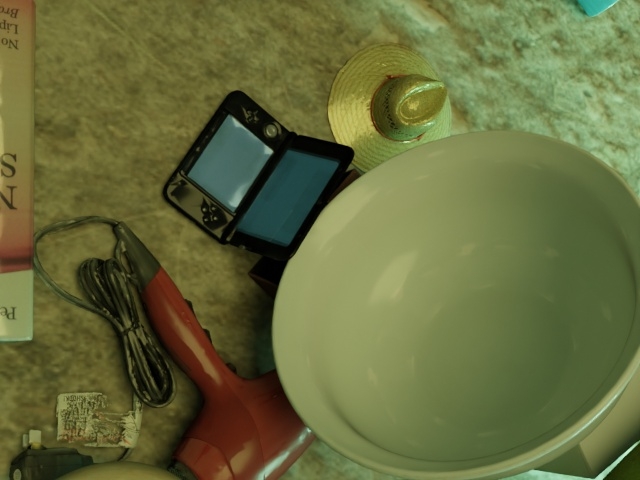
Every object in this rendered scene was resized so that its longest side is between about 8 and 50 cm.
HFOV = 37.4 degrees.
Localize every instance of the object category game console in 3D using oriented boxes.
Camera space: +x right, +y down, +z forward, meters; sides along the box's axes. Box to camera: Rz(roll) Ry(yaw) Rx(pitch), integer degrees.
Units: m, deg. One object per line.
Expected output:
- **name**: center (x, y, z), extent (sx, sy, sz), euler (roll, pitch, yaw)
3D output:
- **game console**: center (-0.051, -0.058, 0.795), extent (0.107, 0.071, 0.122), euler (40, 67, -21)

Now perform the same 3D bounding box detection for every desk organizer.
- **desk organizer**: center (0.000, 0.000, 0.832), extent (0.050, 0.047, 0.130), euler (47, 65, -15)

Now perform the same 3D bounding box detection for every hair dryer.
- **hair dryer**: center (-0.089, 0.103, 0.751), extent (0.294, 0.080, 0.223), euler (11, 79, -29)

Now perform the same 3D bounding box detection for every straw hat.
- **straw hat**: center (0.084, -0.125, 0.885), extent (0.145, 0.061, 0.144), euler (4, 82, -29)

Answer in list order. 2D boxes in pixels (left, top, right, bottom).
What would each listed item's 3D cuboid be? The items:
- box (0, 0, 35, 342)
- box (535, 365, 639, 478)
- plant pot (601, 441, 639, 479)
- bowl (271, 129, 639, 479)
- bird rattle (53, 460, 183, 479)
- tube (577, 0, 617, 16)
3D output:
- **box**: center (-0.277, -0.045, 0.632), extent (0.149, 0.127, 0.232), euler (1, 84, -30)
- **box**: center (0.212, 0.138, 0.866), extent (0.130, 0.170, 0.091), euler (-28, 99, -28)
- **plant pot**: center (0.340, 0.234, 0.747), extent (0.294, 0.275, 0.274), euler (-16, 93, -19)
- **bowl**: center (0.120, 0.068, 0.739), extent (0.297, 0.298, 0.134), euler (-59, 141, -21)
- **bird rattle**: center (-0.169, 0.245, 0.663), extent (0.207, 0.143, 0.253), euler (-39, 93, -14)
- **tube**: center (0.252, -0.338, 1.016), extent (0.207, 0.052, 0.080), euler (50, 57, -10)
